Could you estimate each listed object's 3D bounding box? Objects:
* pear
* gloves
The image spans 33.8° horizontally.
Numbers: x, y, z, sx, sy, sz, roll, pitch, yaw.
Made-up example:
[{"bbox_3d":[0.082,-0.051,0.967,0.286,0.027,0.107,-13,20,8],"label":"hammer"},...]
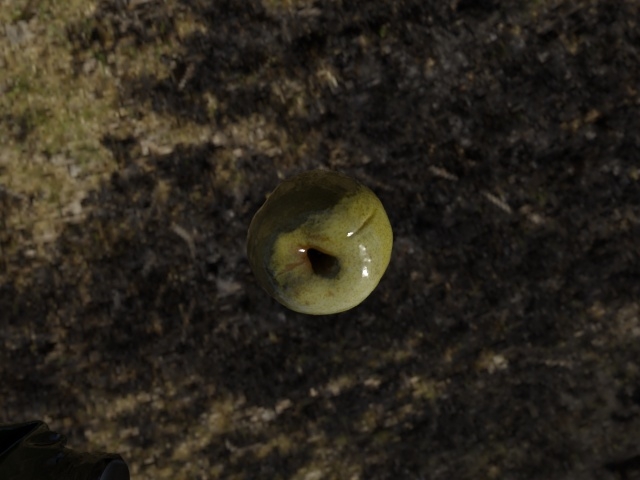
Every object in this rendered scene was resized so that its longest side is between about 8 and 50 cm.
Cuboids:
[{"bbox_3d":[0.000,0.000,1.181,0.167,0.167,0.136,-35,-172,23],"label":"pear"},{"bbox_3d":[-0.327,0.239,1.070,0.268,0.135,0.107,10,143,8],"label":"gloves"}]
